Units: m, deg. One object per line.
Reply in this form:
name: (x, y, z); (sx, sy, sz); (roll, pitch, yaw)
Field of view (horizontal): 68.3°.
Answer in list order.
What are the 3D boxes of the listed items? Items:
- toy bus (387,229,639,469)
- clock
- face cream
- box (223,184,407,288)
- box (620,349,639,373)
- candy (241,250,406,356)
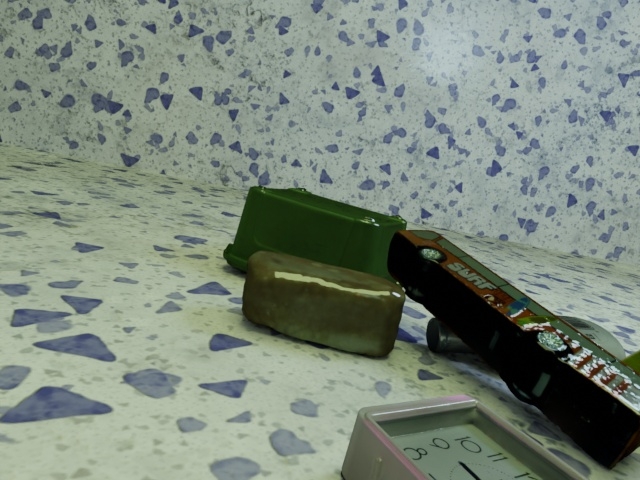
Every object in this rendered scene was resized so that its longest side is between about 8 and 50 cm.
toy bus: (0.236, 0.109, 0.640); (0.092, 0.093, 0.409); (-9, 33, -28)
clock: (0.127, 0.199, 0.356); (0.150, 0.063, 0.197); (6, 12, -31)
face cream: (0.312, 0.156, 0.740); (0.291, 0.071, 0.144); (5, 13, -12)
box: (0.000, 0.000, 0.944); (0.328, 0.178, 0.252); (16, 13, 24)
box: (0.515, 0.164, 0.646); (0.260, 0.175, 0.062); (4, 49, -35)
candy: (0.002, 0.090, 0.685); (0.233, 0.104, 0.102); (11, 16, 2)
